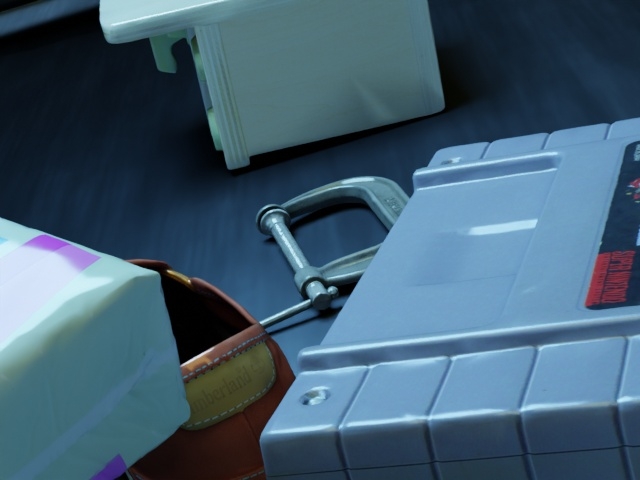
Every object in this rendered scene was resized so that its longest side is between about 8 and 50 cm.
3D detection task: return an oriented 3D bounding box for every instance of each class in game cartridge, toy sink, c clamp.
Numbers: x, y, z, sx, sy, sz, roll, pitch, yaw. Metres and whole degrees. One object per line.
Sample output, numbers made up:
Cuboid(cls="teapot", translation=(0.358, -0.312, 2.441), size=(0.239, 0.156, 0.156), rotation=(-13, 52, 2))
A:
Cuboid(cls="game cartridge", translation=(0.131, 0.013, 0.689), size=(0.230, 0.068, 0.355), rotation=(-12, 19, 22))
Cuboid(cls="toy sink", translation=(-0.039, -0.148, 1.088), size=(0.234, 0.131, 0.153), rotation=(-13, 24, -3))
Cuboid(cls="c clamp", translation=(0.000, 0.000, 0.883), size=(0.137, 0.022, 0.160), rotation=(-18, 25, -1))

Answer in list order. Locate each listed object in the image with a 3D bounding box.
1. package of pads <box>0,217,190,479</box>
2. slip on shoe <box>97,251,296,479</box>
Cuboid(cls="package of pads", translation=(-0.233, 0.085, 0.536), size=(0.229, 0.101, 0.296), rotation=(18, 42, 33))
Cuboid(cls="slip on shoe", translation=(-0.102, 0.051, 0.752), size=(0.123, 0.101, 0.331), rotation=(-29, 26, -20))
